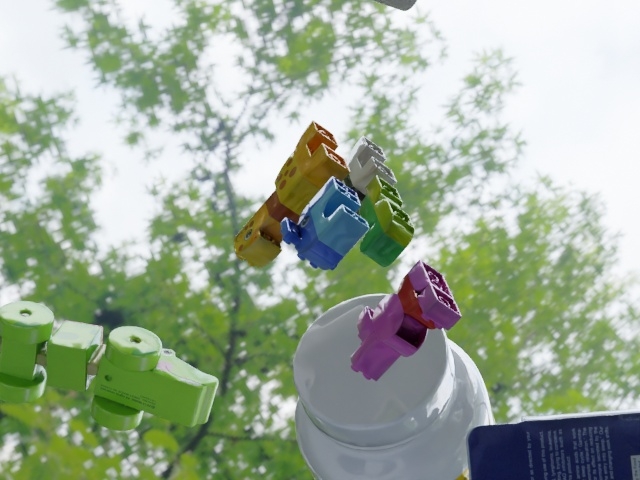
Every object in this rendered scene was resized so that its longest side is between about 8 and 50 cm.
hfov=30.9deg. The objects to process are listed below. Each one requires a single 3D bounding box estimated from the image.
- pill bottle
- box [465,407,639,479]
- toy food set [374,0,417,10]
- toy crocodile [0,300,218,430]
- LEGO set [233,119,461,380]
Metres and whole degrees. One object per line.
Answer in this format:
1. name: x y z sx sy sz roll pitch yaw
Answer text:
1. pill bottle: 0.083 0.204 1.143 0.188 0.188 0.334 22 -29 30
2. box: 0.214 0.179 0.762 0.225 0.036 0.136 -5 -95 7
3. toy food set: 0.069 -0.300 1.034 0.232 0.105 0.111 -47 -140 45
4. toy crocodile: -0.288 0.142 1.402 0.341 0.105 0.115 15 -64 5
5. LEGO set: 0.000 0.000 0.727 0.087 0.227 0.093 34 -72 -23
